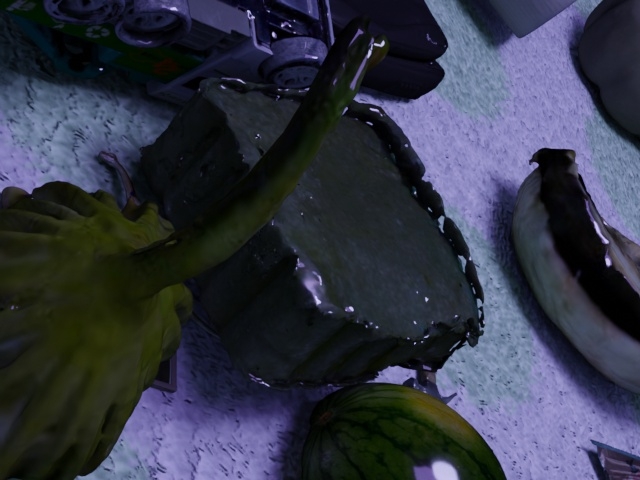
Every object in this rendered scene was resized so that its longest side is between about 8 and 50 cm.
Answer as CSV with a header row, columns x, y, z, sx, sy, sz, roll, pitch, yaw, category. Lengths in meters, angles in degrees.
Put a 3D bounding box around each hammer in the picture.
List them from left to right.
x,y,z,sx,sy,sz,roll,pitch,yaw,category
0.108,0.089,1.106,0.062,0.017,0.182,34,40,-29,hammer

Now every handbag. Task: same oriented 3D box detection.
x,y,z,sx,sy,sz,roll,pitch,yaw,category
0.018,-0.282,1.235,0.275,0.088,0.244,3,57,-47,handbag

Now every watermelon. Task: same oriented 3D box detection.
x,y,z,sx,sy,sz,roll,pitch,yaw,category
0.088,0.216,0.892,0.232,0.127,0.204,61,32,-3,watermelon

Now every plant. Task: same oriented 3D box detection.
x,y,z,sx,sy,sz,roll,pitch,yaw,category
-0.134,0.009,0.638,0.180,0.333,0.251,27,55,-13,plant

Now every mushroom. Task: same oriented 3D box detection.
x,y,z,sx,sy,sz,roll,pitch,yaw,category
0.342,0.057,1.323,0.344,0.130,0.247,49,20,-13,mushroom

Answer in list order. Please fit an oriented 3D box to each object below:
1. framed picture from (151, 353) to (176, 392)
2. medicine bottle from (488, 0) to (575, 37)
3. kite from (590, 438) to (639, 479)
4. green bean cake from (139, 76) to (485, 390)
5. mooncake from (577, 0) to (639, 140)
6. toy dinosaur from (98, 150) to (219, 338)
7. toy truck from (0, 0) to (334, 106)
x,y,z,sx,sy,sz,roll,pitch,yaw,category
-0.136,0.067,0.844,0.066,0.007,0.089,25,46,-37,framed picture
0.231,-0.483,1.514,0.384,0.224,0.224,52,36,-5,medicine bottle
0.418,0.374,1.252,0.406,0.014,0.368,56,36,-2,kite
0.000,0.000,0.918,0.241,0.132,0.255,4,50,-50,green bean cake
0.521,-0.269,1.772,0.275,0.135,0.274,31,44,-36,mooncake
-0.134,0.002,0.865,0.180,0.037,0.058,67,17,11,toy dinosaur
-0.150,-0.211,0.896,0.363,0.178,0.176,12,64,-45,toy truck
